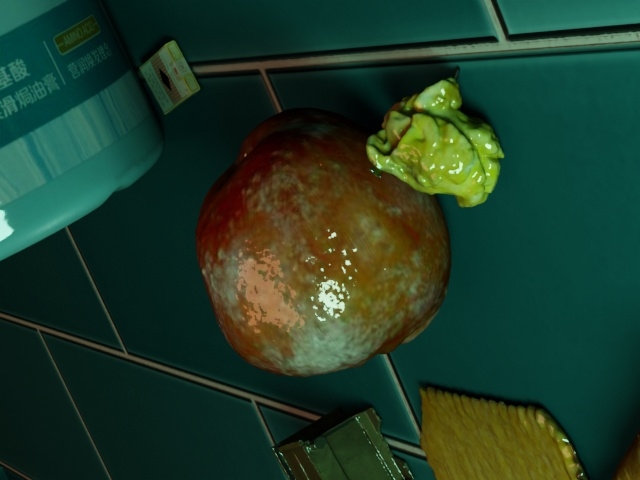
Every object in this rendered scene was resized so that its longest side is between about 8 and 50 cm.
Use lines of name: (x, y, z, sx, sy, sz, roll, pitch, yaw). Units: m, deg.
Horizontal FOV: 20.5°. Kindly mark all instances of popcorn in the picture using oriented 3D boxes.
popcorn: (0.073, -0.065, 1.064, 0.084, 0.084, 0.084, 46, 154, 31)

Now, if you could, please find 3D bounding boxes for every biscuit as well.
biscuit: (0.152, 0.214, 1.279, 0.232, 0.013, 0.237, 3, 119, 64)

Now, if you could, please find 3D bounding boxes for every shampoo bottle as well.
shampoo bottle: (-0.342, -0.155, 1.470, 0.331, 0.331, 0.343, 2, 120, 64)

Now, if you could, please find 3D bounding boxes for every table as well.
table: (0.019, 0.185, 1.451, 0.083, 0.070, 0.082, 61, 158, 2)

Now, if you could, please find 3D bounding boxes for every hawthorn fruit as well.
hawthorn fruit: (0.000, 0.000, 1.153, 0.173, 0.173, 0.173, 46, 154, 31)

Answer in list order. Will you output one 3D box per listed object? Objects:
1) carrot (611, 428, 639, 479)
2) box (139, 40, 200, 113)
carrot: (0.199, 0.133, 1.030, 0.059, 0.059, 0.248, 53, 160, 18)
box: (-0.123, -0.133, 1.448, 0.046, 0.012, 0.083, 62, 158, -2)
